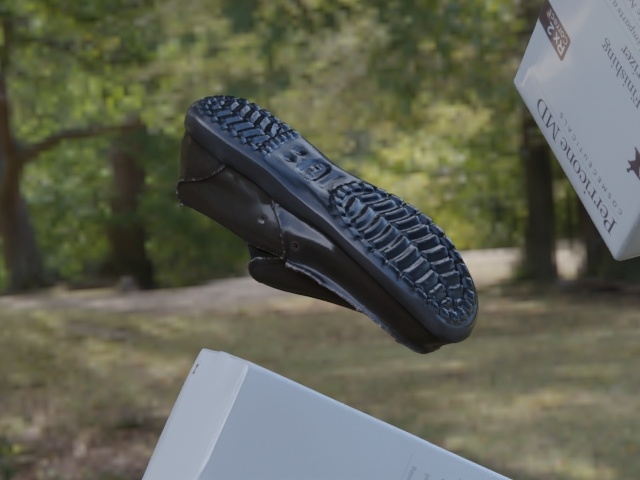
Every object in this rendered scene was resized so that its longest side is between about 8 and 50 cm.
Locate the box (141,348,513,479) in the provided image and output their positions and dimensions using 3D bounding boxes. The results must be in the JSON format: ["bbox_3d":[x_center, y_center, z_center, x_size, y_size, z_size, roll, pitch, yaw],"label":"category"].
[{"bbox_3d":[0.022,0.254,1.726,0.345,0.168,0.215,26,-7,-14],"label":"box"}]

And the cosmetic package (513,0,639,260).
[{"bbox_3d":[0.231,-0.110,1.038,0.151,0.151,0.184,-13,-31,-20],"label":"cosmetic package"}]

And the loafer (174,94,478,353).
[{"bbox_3d":[0.000,0.000,1.056,0.220,0.078,0.080,40,32,19],"label":"loafer"}]
